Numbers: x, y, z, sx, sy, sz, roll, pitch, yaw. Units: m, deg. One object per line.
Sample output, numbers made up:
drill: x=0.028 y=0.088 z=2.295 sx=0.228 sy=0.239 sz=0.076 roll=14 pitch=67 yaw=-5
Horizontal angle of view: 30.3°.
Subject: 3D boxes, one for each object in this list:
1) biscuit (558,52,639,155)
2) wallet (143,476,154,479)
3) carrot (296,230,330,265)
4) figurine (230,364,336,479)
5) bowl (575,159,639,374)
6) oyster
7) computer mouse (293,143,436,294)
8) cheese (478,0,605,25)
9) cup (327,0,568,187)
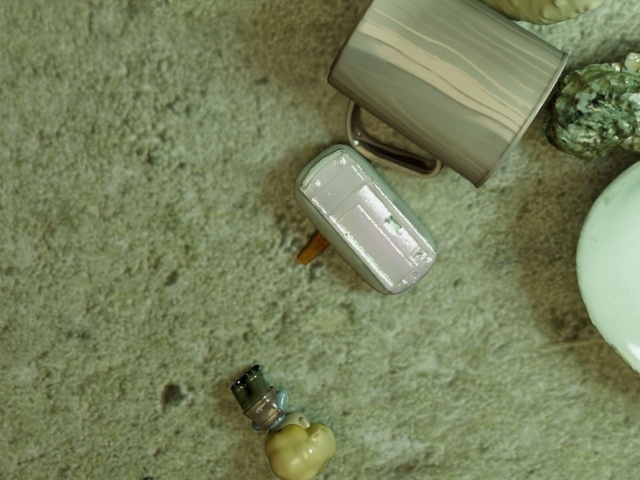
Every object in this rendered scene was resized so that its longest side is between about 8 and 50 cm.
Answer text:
biscuit: x=0.478 y=-0.191 z=1.607 sx=0.281 sy=0.084 sz=0.179 roll=-7 pitch=117 yaw=35
wallet: x=-0.237 y=0.556 z=1.994 sx=0.169 sy=0.044 sz=0.317 roll=-42 pitch=97 yaw=17
carrot: x=0.000 y=0.000 z=1.797 sx=0.032 sy=0.032 sz=0.093 roll=40 pitch=111 yaw=-4
figurine: x=-0.063 y=0.293 z=1.870 sx=0.114 sy=0.108 sz=0.196 roll=-42 pitch=79 yaw=8
bowl: x=0.583 y=0.012 z=1.593 sx=0.435 sy=0.196 sz=0.435 roll=17 pitch=129 yaw=22
oyster: x=0.367 y=-0.173 z=1.592 sx=0.125 sy=0.064 sz=0.177 roll=33 pitch=140 yaw=6
computer mouse: x=0.066 y=-0.030 z=1.750 sx=0.126 sy=0.056 sz=0.245 roll=-43 pitch=101 yaw=-1
cheese: x=0.302 y=-0.396 z=1.574 sx=0.248 sy=0.251 sz=0.173 roll=-7 pitch=125 yaw=48
cup: x=0.165 y=-0.219 z=1.636 sx=0.273 sy=0.288 sz=0.208 roll=33 pitch=73 yaw=-1
